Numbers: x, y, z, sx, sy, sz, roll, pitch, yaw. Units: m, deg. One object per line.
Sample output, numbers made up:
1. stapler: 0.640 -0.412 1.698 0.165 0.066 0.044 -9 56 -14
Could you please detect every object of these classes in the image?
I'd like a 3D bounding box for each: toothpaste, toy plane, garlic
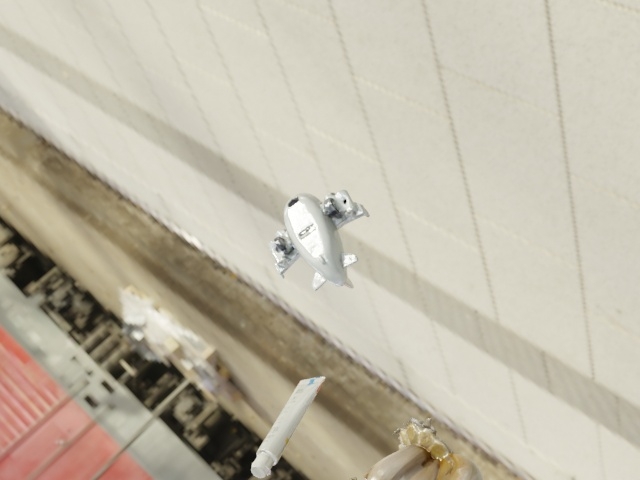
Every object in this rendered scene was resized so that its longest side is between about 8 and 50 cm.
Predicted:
1. toothpaste: -0.047 0.256 1.394 0.048 0.190 0.031 -16 115 35
2. toy plane: -0.002 -0.001 1.536 0.174 0.174 0.080 35 -177 32
3. garlic: 0.127 0.357 1.526 0.257 0.207 0.207 41 167 -31
